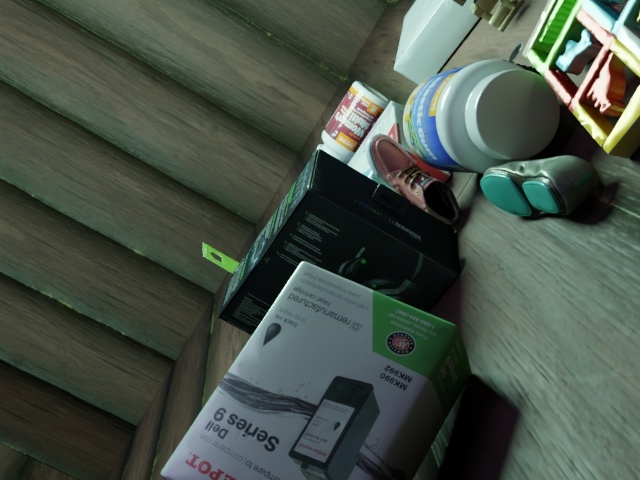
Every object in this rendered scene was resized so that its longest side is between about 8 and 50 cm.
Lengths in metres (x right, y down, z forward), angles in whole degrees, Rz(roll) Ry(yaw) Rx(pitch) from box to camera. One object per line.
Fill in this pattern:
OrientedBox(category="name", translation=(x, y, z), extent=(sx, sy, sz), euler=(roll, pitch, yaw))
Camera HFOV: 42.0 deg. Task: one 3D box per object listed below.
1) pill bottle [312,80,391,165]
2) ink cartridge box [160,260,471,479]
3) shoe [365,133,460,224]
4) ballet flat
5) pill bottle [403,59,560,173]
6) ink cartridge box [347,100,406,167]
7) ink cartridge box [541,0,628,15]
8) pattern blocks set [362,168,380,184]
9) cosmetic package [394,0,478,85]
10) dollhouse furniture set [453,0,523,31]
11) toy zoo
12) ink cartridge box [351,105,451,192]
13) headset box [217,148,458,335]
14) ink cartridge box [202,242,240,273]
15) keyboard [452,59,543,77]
OrientedBox(category="pill bottle", translation=(0.079, -0.278, 2.097), extent=(0.221, 0.121, 0.121), euler=(-57, 12, 17))
OrientedBox(category="ink cartridge box", translation=(0.002, 0.197, 0.907), extent=(0.289, 0.211, 0.121), euler=(-57, -30, -22))
OrientedBox(category="shoe", translation=(0.143, -0.094, 1.268), extent=(0.063, 0.178, 0.081), euler=(-40, 9, -19))
OrientedBox(category="ballet flat", translation=(0.260, -0.067, 0.986), extent=(0.068, 0.072, 0.213), euler=(-34, 10, -6))
OrientedBox(category="pill bottle", translation=(0.219, -0.168, 1.152), extent=(0.152, 0.152, 0.272), euler=(-60, 11, 0))
OrientedBox(category="ink cartridge box", translation=(0.093, -0.144, 1.851), extent=(0.324, 0.071, 0.330), euler=(-55, 14, 26))
OrientedBox(category="ink cartridge box", translation=(0.393, -0.364, 1.041), extent=(0.193, 0.088, 0.234), euler=(-64, 13, -24))
OrientedBox(category="pattern blocks set", translation=(0.000, 0.000, 1.443), extent=(0.325, 0.026, 0.285), euler=(-15, 56, 61))
OrientedBox(category="cosmetic package", translation=(0.312, -0.561, 1.851), extent=(0.377, 0.097, 0.284), euler=(-52, 12, 38))
OrientedBox(category="dollhouse furniture set", translation=(0.308, -0.484, 1.544), extent=(0.123, 0.151, 0.144), euler=(-56, 14, 20))
OrientedBox(category="toy zoo", translation=(0.325, -0.221, 0.900), extent=(0.293, 0.030, 0.192), euler=(-106, 32, -51))
OrientedBox(category="ink cartridge box", translation=(0.106, -0.077, 1.510), extent=(0.273, 0.114, 0.197), euler=(-56, 13, 25))
OrientedBox(category="headset box", translation=(0.030, 0.041, 1.216), extent=(0.283, 0.246, 0.131), euler=(-55, 13, 30))
OrientedBox(category="ink cartridge box", translation=(-0.133, 0.045, 1.885), extent=(0.097, 0.255, 0.189), euler=(-59, 12, 5))
OrientedBox(category="keyboard", translation=(0.265, -0.262, 1.301), extent=(0.180, 0.108, 0.023), euler=(-148, 63, -79))
